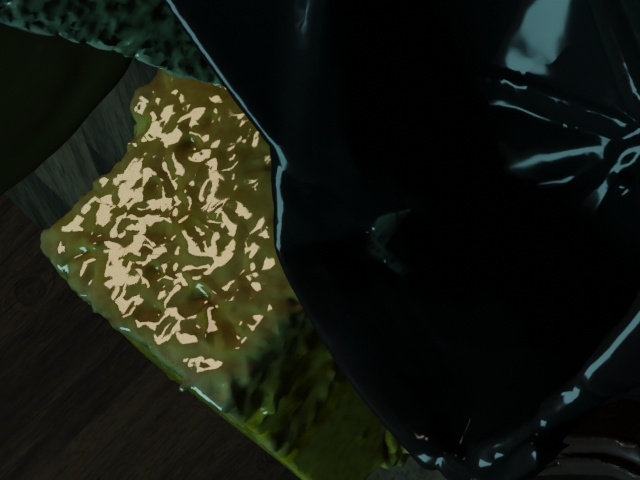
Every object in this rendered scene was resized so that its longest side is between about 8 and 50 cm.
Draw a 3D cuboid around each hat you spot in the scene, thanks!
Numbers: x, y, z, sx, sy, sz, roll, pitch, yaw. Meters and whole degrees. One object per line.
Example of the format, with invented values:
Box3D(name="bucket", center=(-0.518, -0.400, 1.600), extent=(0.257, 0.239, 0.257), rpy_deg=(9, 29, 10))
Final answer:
Box3D(name="hat", center=(0.082, -0.093, 0.493), extent=(0.238, 0.209, 0.336), rpy_deg=(-12, 106, 50))

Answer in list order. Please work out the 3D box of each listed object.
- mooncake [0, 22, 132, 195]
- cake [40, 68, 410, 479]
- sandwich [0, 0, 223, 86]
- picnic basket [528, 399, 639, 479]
Box3D(name="mooncake", center=(-0.329, -0.160, 0.947), extent=(0.200, 0.378, 0.378), rpy_deg=(48, 165, 11))
Box3D(name="cake", center=(-0.011, 0.029, 0.851), extent=(0.227, 0.222, 0.286), rpy_deg=(34, 169, 35))
Box3D(name="sandwich", center=(-0.112, -0.149, 0.524), extent=(0.100, 0.254, 0.288), rpy_deg=(32, 149, 48))
Box3D(name="picnic basket", center=(0.236, 0.155, 0.709), extent=(0.222, 0.129, 0.297), rpy_deg=(43, 165, 3))
